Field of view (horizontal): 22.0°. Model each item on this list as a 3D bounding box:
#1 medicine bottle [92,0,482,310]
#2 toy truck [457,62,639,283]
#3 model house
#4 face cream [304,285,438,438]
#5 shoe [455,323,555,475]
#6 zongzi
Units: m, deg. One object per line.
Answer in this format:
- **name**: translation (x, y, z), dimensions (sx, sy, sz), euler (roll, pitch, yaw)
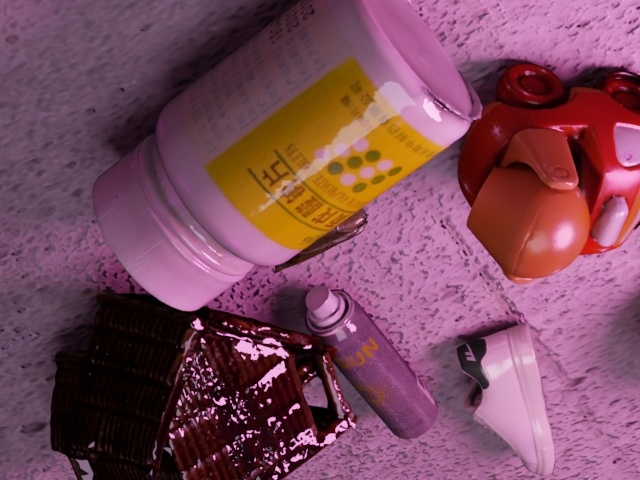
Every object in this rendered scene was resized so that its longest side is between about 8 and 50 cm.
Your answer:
- **medicine bottle**: translation (-0.042, -0.102, 1.721), dimensions (0.379, 0.213, 0.213), euler (-36, 130, 21)
- **toy truck**: translation (0.276, -0.056, 1.817), dimensions (0.265, 0.239, 0.189), euler (3, 133, -16)
- **model house**: translation (-0.176, 0.164, 1.975), dimensions (0.297, 0.317, 0.282), euler (-45, 124, -30)
- **face cream**: translation (0.060, 0.151, 2.080), dimensions (0.073, 0.073, 0.283), euler (-26, 133, 13)
- **shoe**: translation (0.245, 0.216, 2.179), dimensions (0.110, 0.095, 0.265), euler (-10, 129, 5)
- **zongzi**: translation (0.000, 0.000, 1.947), dimensions (0.104, 0.052, 0.113), euler (-8, 148, -13)
